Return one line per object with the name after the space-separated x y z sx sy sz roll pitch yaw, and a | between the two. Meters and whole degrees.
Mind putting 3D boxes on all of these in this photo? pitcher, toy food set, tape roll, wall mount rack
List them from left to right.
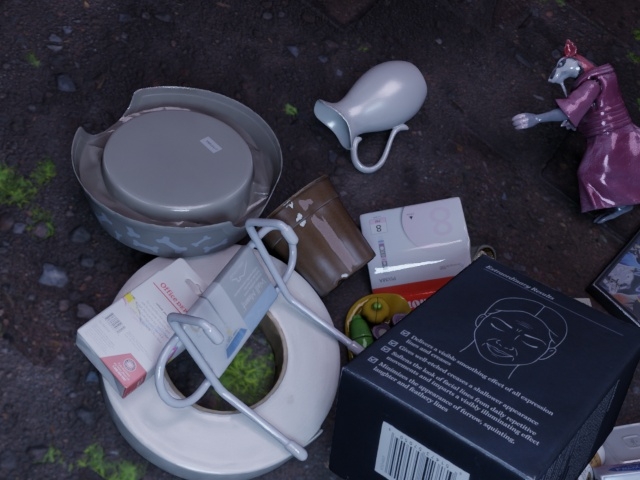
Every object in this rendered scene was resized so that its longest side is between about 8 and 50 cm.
-0.158 0.190 1.345 0.391 0.072 0.392 8 61 -14 | tape roll
-0.077 0.147 1.268 0.130 0.304 0.350 6 47 39 | wall mount rack
0.118 -0.246 1.644 0.207 0.125 0.178 -32 97 -18 | pitcher
0.114 0.184 1.411 0.128 0.071 0.218 -6 69 -8 | toy food set

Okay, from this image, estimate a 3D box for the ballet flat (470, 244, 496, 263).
0.274 0.094 1.522 0.072 0.068 0.213 41 53 -27 | ballet flat

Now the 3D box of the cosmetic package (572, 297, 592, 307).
0.455 0.142 1.575 0.115 0.041 0.060 2 63 -16 | cosmetic package

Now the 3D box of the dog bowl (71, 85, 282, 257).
-0.242 -0.116 1.422 0.348 0.102 0.349 7 48 -7 | dog bowl

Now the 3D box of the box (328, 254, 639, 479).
0.249 0.236 1.230 0.293 0.212 0.395 27 39 30 | box

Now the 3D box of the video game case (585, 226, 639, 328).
0.703 0.113 1.660 0.275 0.035 0.248 44 62 11 | video game case

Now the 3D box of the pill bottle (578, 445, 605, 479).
0.352 0.399 1.356 0.131 0.131 0.229 43 60 8 | pill bottle

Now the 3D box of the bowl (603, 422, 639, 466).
0.532 0.362 1.421 0.141 0.053 0.142 -9 23 -2 | bowl

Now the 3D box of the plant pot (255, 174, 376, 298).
0.000 0.000 1.449 0.167 0.167 0.165 -36 85 -29 | plant pot

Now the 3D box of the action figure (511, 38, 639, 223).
0.570 -0.232 1.666 0.248 0.275 0.370 -32 103 -46 | action figure

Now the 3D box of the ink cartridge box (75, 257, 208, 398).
-0.255 0.129 1.267 0.198 0.067 0.115 -38 81 -29 | ink cartridge box

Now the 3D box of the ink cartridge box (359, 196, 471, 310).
0.179 0.047 1.495 0.189 0.066 0.232 -10 61 5 | ink cartridge box

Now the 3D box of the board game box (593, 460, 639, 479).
0.611 0.491 1.286 0.317 0.066 0.319 -8 87 6 | board game box
